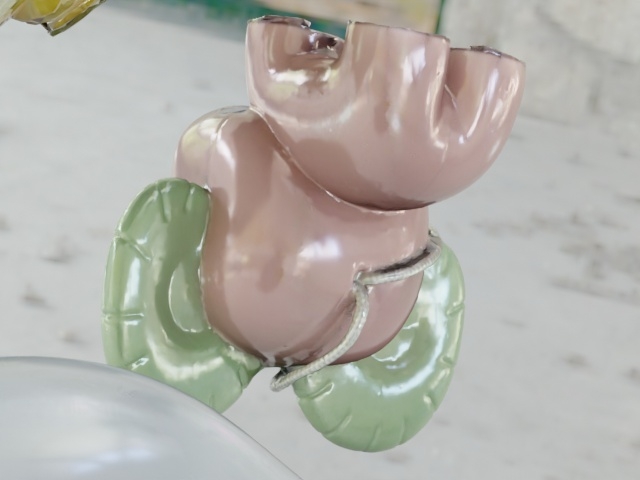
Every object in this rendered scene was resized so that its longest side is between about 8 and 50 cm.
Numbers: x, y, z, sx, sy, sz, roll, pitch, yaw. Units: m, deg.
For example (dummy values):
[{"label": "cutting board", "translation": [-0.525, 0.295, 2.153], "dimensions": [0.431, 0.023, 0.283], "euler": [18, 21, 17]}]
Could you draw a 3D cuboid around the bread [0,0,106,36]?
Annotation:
[{"label": "bread", "translation": [-0.105, -0.198, 1.084], "dimensions": [0.315, 0.279, 0.248], "euler": [7, -29, -28]}]

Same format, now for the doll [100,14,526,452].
[{"label": "doll", "translation": [0.000, 0.000, 1.207], "dimensions": [0.284, 0.268, 0.216], "euler": [9, 0, -36]}]

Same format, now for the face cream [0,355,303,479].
[{"label": "face cream", "translation": [-0.052, 0.094, 0.345], "dimensions": [0.291, 0.144, 0.071], "euler": [41, 7, -30]}]
